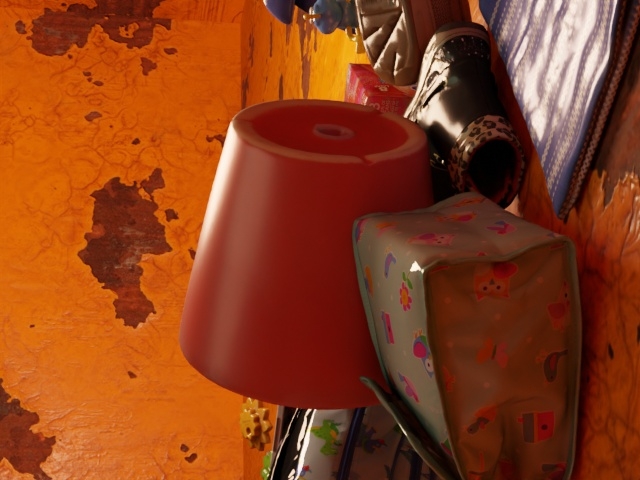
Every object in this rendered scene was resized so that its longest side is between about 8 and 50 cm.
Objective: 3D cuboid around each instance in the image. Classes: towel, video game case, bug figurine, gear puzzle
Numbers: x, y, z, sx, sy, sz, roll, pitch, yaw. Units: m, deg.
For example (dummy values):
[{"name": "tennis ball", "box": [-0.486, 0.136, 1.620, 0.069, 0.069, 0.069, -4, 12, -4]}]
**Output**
[{"name": "towel", "box": [0.198, -0.217, 1.173, 0.336, 0.040, 0.243, -98, 14, -48]}, {"name": "video game case", "box": [-0.027, 0.213, 1.623, 0.087, 0.011, 0.122, -37, -34, -44]}, {"name": "bug figurine", "box": [0.066, -0.351, 1.503, 0.072, 0.216, 0.279, 12, 105, 50]}, {"name": "gear puzzle", "box": [-0.044, 0.340, 1.976, 0.339, 0.044, 0.175, 48, 130, 44]}]

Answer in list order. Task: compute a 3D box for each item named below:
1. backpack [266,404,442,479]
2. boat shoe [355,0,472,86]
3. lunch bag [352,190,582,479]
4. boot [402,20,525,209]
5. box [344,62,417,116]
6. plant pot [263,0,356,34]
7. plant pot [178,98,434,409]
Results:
[{"name": "backpack", "box": [0.031, 0.332, 1.449, 0.355, 0.273, 0.290, -47, -25, -55]}, {"name": "boat shoe", "box": [0.088, -0.339, 1.402, 0.121, 0.110, 0.341, 16, 120, 54]}, {"name": "lunch bag", "box": [0.128, 0.110, 1.164, 0.223, 0.160, 0.262, -136, 37, -71]}, {"name": "boot", "box": [0.139, -0.080, 1.360, 0.178, 0.085, 0.236, -101, 15, -44]}, {"name": "box", "box": [0.085, -0.066, 1.553, 0.128, 0.122, 0.257, -109, 24, -64]}, {"name": "plant pot", "box": [0.030, -0.404, 1.710, 0.236, 0.212, 0.236, -99, 14, -54]}, {"name": "plant pot", "box": [0.000, 0.000, 1.345, 0.275, 0.275, 0.243, -110, 23, -66]}]
